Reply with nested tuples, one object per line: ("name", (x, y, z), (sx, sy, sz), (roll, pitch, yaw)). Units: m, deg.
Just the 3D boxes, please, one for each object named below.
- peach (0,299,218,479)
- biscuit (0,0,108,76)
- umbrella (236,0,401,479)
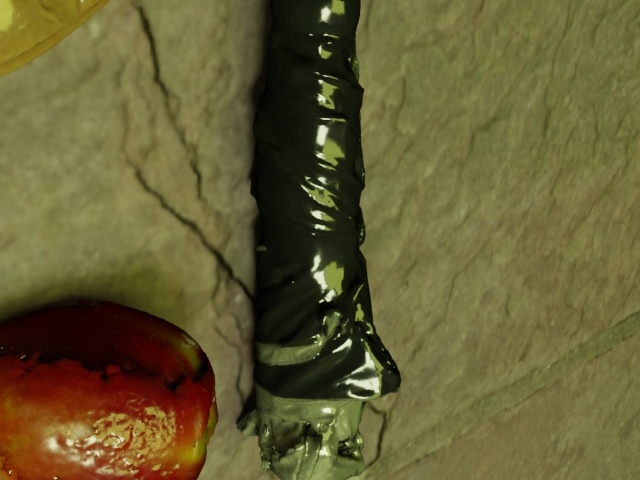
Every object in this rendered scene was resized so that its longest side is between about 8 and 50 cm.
("peach", (-0.138, 0.088, 0.600), (0.172, 0.127, 0.092), (11, 110, -22))
("biscuit", (-0.121, -0.192, 0.532), (0.162, 0.035, 0.250), (30, 88, -44))
("umbrella", (0.004, 0.002, 0.690), (0.106, 0.113, 0.357), (-7, 115, -20))
